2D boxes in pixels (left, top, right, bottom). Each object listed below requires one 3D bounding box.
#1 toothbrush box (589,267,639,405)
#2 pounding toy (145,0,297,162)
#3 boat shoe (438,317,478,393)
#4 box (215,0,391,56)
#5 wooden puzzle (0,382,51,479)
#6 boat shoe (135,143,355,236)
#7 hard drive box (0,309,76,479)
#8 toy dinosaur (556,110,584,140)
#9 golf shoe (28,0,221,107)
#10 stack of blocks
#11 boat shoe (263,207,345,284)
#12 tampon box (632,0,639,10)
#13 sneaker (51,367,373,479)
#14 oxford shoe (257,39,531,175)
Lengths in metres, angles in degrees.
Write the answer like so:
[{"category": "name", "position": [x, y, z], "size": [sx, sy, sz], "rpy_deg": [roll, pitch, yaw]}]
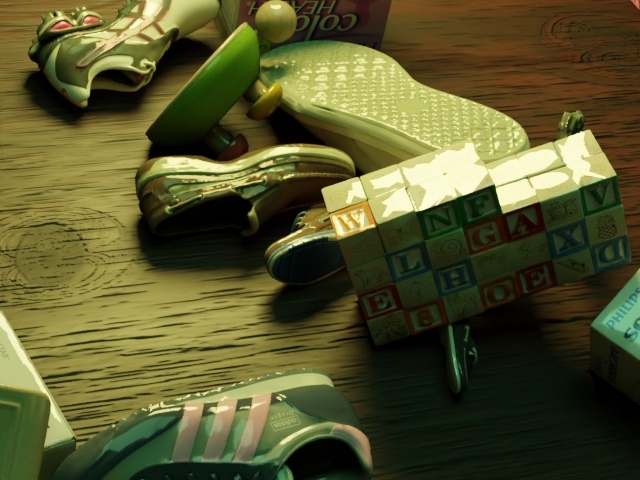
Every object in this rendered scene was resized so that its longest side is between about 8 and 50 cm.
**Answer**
[{"category": "toothbrush box", "position": [0.467, 0.122, 1.582], "size": [0.295, 0.126, 0.216], "rpy_deg": [38, 73, 25]}, {"category": "pounding toy", "position": [-0.101, -0.173, 1.805], "size": [0.110, 0.183, 0.237], "rpy_deg": [42, 41, -6]}, {"category": "boat shoe", "position": [0.154, 0.118, 1.623], "size": [0.038, 0.046, 0.125], "rpy_deg": [2, 35, -5]}, {"category": "box", "position": [-0.015, -0.369, 1.952], "size": [0.214, 0.243, 0.117], "rpy_deg": [-4, 45, -18]}, {"category": "wooden puzzle", "position": [-0.360, 0.220, 1.272], "size": [0.239, 0.044, 0.220], "rpy_deg": [16, 76, -30]}, {"category": "boat shoe", "position": [-0.081, -0.045, 1.715], "size": [0.258, 0.095, 0.095], "rpy_deg": [-7, 56, -9]}, {"category": "hard drive box", "position": [-0.372, 0.184, 1.392], "size": [0.232, 0.089, 0.181], "rpy_deg": [-17, 50, -28]}, {"category": "toy dinosaur", "position": [0.299, -0.041, 1.771], "size": [0.064, 0.118, 0.268], "rpy_deg": [4, 45, -8]}, {"category": "golf shoe", "position": [-0.233, -0.249, 1.898], "size": [0.273, 0.105, 0.120], "rpy_deg": [-24, 71, -28]}, {"category": "stack of blocks", "position": [0.169, -0.016, 1.593], "size": [0.297, 0.171, 0.087], "rpy_deg": [-18, 41, 1]}, {"category": "boat shoe", "position": [0.000, 0.000, 1.702], "size": [0.183, 0.066, 0.066], "rpy_deg": [-15, 44, -40]}, {"category": "tampon box", "position": [0.565, -0.370, 2.196], "size": [0.161, 0.101, 0.120], "rpy_deg": [-8, 46, -20]}, {"category": "sneaker", "position": [-0.094, 0.218, 1.407], "size": [0.319, 0.112, 0.131], "rpy_deg": [-17, 47, -27]}, {"category": "oxford shoe", "position": [0.074, -0.133, 1.822], "size": [0.169, 0.130, 0.449], "rpy_deg": [-30, 42, -29]}]
